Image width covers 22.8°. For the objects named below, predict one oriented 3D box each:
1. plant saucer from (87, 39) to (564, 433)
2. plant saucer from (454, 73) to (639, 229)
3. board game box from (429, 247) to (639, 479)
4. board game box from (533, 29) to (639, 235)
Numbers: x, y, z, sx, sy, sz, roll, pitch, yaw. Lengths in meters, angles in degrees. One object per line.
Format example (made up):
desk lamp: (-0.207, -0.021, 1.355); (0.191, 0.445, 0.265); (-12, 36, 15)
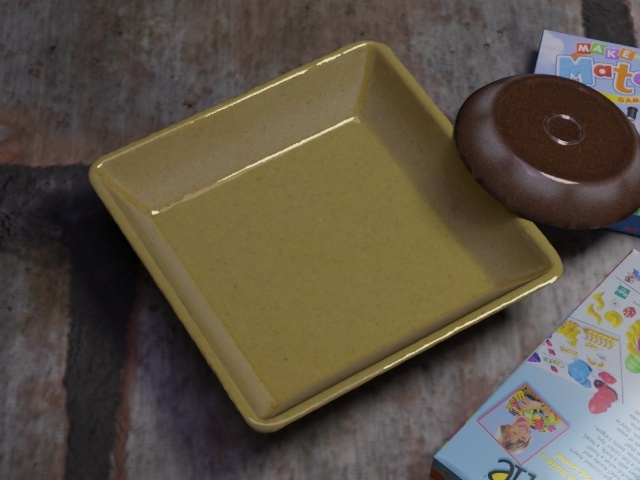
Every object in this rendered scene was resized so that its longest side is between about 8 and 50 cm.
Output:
plant saucer: (0.000, 0.000, 1.494); (0.333, 0.081, 0.333); (-26, 61, -19)
plant saucer: (0.228, -0.096, 1.519); (0.199, 0.036, 0.198); (8, 50, -10)
board game box: (0.230, 0.167, 1.353); (0.144, 0.142, 0.275); (38, 63, 21)
board game box: (0.283, -0.110, 1.600); (0.160, 0.039, 0.211); (12, 56, 7)
